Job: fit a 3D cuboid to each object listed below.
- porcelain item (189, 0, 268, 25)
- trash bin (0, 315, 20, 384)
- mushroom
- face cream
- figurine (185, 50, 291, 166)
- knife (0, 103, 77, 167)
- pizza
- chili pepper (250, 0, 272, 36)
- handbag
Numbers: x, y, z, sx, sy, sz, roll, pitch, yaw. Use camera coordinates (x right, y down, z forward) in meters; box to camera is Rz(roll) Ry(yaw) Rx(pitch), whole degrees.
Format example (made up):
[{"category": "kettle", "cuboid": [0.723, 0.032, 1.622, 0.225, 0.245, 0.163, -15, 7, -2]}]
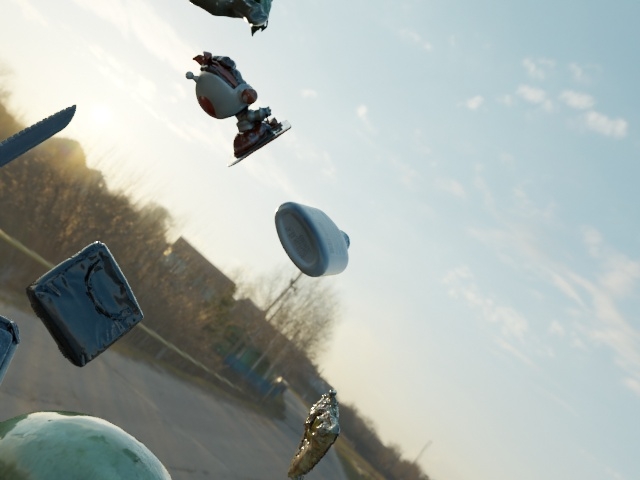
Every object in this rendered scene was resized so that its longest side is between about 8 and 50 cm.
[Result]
[{"category": "porcelain item", "cuboid": [-0.163, -0.362, 0.899, 0.215, 0.081, 0.069, 39, -55, 20]}, {"category": "trash bin", "cuboid": [-0.638, 0.172, 1.016, 0.238, 0.161, 0.184, -4, -31, 29]}, {"category": "mushroom", "cuboid": [-0.358, 0.392, 0.879, 0.352, 0.260, 0.352, 19, -47, 22]}, {"category": "face cream", "cuboid": [0.000, 0.000, 1.359, 0.163, 0.080, 0.336, 61, 12, 8]}, {"category": "figurine", "cuboid": [-0.192, -0.298, 1.339, 0.226, 0.160, 0.183, 56, 2, -16]}, {"category": "knife", "cuboid": [-0.519, -0.130, 1.012, 0.045, 0.312, 0.019, 61, 2, 16]}, {"category": "pizza", "cuboid": [-0.006, 0.344, 1.127, 0.052, 0.185, 0.195, 27, -23, -3]}, {"category": "chili pepper", "cuboid": [-0.096, -0.409, 0.913, 0.060, 0.098, 0.224, 8, -45, -1]}, {"category": "handbag", "cuboid": [-0.619, 0.168, 1.676, 0.088, 0.244, 0.275, 8, -51, 45]}]
